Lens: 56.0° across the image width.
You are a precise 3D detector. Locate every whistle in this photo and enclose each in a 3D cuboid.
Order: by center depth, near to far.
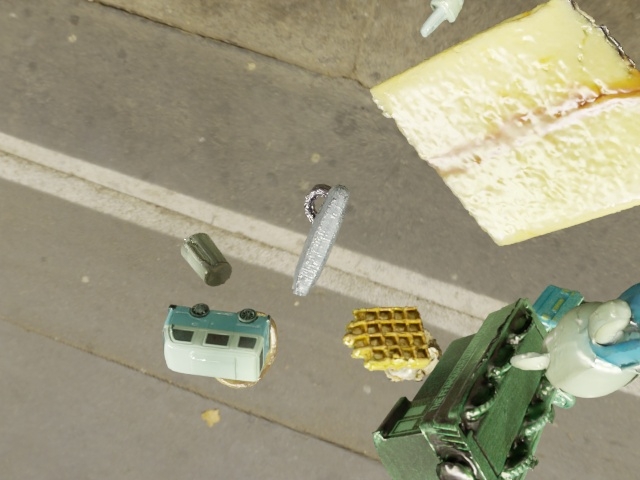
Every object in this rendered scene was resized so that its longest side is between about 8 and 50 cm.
[{"bbox_3d":[0.247,0.069,0.469,0.114,0.236,0.077,9,63,-10],"label":"whistle"},{"bbox_3d":[0.148,-0.272,0.682,0.035,0.035,0.100,40,88,0],"label":"whistle"}]

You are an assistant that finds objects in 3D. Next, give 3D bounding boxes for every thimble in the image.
[{"bbox_3d":[0.006,-0.089,1.551,0.095,0.066,0.104,-40,98,18],"label":"thimble"}]

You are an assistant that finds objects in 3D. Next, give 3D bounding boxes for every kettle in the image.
[{"bbox_3d":[-0.328,0.048,1.732,0.098,0.148,0.127,-23,138,-26],"label":"kettle"}]

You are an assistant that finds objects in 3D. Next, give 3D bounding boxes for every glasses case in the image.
[{"bbox_3d":[0.000,0.000,1.425,0.067,0.109,0.282,24,98,-5],"label":"glasses case"}]

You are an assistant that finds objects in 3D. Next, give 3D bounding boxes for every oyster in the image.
[{"bbox_3d":[0.275,0.353,1.864,0.166,0.094,0.294,23,141,-17],"label":"oyster"}]

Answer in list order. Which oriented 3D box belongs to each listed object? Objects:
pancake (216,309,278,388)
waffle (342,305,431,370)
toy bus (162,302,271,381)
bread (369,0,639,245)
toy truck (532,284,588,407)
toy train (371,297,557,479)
[{"bbox_3d":[-0.243,0.334,1.857,0.250,0.031,0.250,-5,102,-25],"label":"pancake"},{"bbox_3d":[0.157,0.246,1.501,0.210,0.055,0.160,-1,54,-15],"label":"waffle"},{"bbox_3d":[-0.272,0.264,1.536,0.271,0.165,0.133,6,127,3],"label":"toy bus"},{"bbox_3d":[0.317,-0.184,0.909,0.405,0.242,0.346,-28,93,32],"label":"bread"},{"bbox_3d":[0.543,0.243,1.377,0.156,0.155,0.279,25,142,35],"label":"toy truck"},{"bbox_3d":[0.206,0.210,0.806,0.178,0.330,0.138,-28,96,40],"label":"toy train"}]
